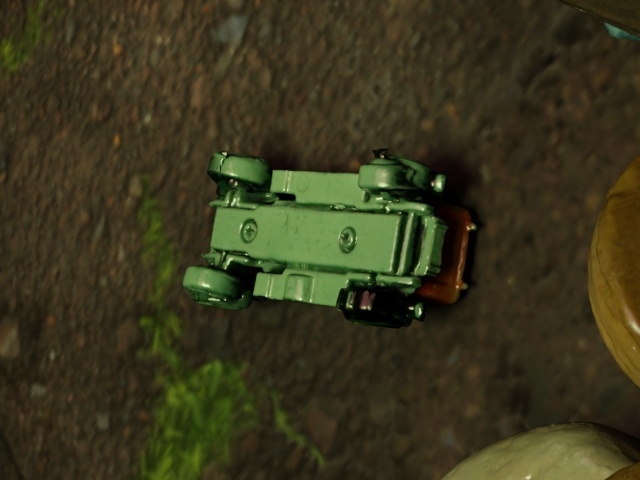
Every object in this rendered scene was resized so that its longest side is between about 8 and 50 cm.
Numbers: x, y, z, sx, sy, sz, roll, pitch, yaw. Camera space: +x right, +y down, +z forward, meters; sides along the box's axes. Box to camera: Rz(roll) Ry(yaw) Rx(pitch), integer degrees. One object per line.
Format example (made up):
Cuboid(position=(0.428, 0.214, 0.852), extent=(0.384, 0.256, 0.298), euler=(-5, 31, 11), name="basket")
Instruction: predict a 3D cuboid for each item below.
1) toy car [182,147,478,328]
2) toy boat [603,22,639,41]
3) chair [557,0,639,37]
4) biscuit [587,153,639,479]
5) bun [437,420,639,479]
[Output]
Cuboid(position=(0.000, 0.000, 0.772), extent=(0.143, 0.054, 0.073), euler=(3, 82, 47), name="toy car")
Cuboid(position=(0.140, -0.161, 0.643), extent=(0.102, 0.088, 0.215), euler=(-37, 60, 43), name="toy boat")
Cuboid(position=(0.257, -0.085, 0.476), extent=(0.240, 0.416, 0.203), euler=(-86, 18, -81), name="chair")
Cuboid(position=(0.166, 0.097, 0.521), extent=(0.049, 0.196, 0.302), euler=(110, 144, -58), name="biscuit")
Cuboid(position=(0.096, 0.156, 0.610), extent=(0.173, 0.113, 0.166), euler=(-58, 42, 21), name="bun")
